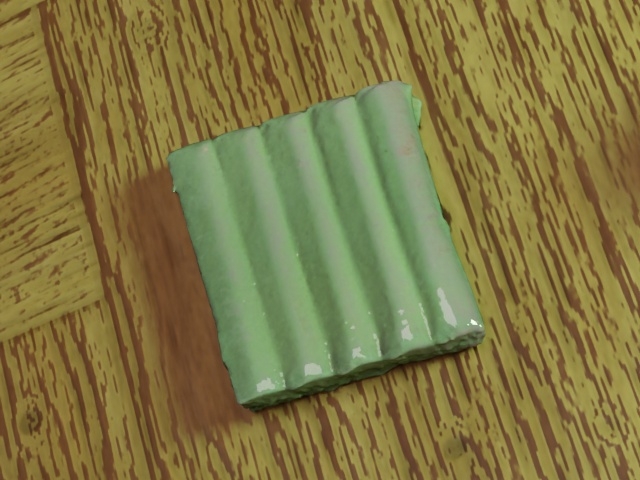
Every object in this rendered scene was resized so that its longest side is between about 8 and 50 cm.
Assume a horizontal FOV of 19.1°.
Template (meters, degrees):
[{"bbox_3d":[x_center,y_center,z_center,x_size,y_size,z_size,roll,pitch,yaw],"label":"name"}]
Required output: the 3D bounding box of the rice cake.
[{"bbox_3d":[0.000,0.000,1.216,0.189,0.037,0.198,-17,63,16],"label":"rice cake"}]
